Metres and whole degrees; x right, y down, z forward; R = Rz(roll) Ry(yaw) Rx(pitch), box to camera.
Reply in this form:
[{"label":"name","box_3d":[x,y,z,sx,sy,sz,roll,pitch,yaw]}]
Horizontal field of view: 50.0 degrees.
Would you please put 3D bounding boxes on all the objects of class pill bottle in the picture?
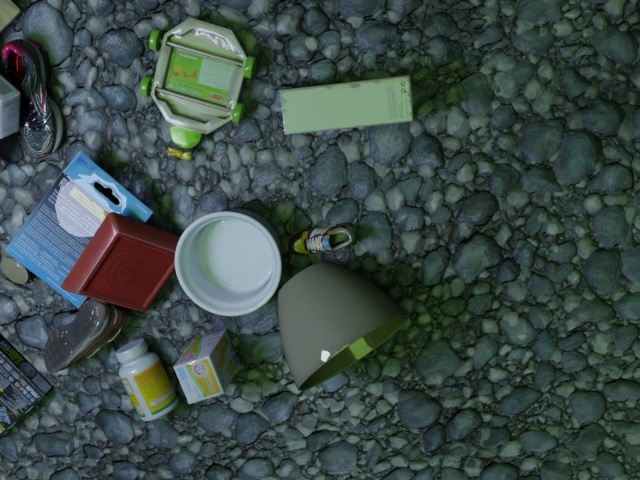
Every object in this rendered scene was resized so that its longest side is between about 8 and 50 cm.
[{"label":"pill bottle","box_3d":[-0.490,0.386,1.918,0.117,0.117,0.208,-21,101,10]}]

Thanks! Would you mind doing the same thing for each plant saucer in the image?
[{"label":"plant saucer","box_3d":[-0.499,0.075,1.800,0.259,0.048,0.258,24,110,-41]}]

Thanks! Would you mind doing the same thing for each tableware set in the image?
[{"label":"tableware set","box_3d":[-0.888,0.056,1.910,0.194,0.039,0.128,25,127,5]}]

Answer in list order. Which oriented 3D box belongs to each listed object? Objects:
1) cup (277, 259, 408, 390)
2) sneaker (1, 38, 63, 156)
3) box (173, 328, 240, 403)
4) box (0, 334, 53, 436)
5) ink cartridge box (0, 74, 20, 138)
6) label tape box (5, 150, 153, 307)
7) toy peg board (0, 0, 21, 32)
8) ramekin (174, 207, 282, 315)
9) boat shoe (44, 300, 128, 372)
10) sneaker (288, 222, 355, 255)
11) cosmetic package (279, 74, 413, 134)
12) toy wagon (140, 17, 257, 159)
[{"label":"cup","box_3d":[0.021,0.192,1.748,0.331,0.331,0.237,-38,73,13]},{"label":"sneaker","box_3d":[-0.754,-0.361,1.764,0.120,0.112,0.299,-8,103,7]},{"label":"box","box_3d":[-0.301,0.334,1.843,0.103,0.203,0.114,-18,101,9]},{"label":"box","box_3d":[-0.950,0.408,1.996,0.216,0.060,0.270,-41,96,14]},{"label":"ink cartridge box","box_3d":[-0.899,-0.363,1.757,0.296,0.066,0.261,41,137,8]},{"label":"label tape box","box_3d":[-0.628,-0.033,1.834,0.249,0.115,0.348,40,101,-5]},{"label":"toy peg board","box_3d":[-0.869,-0.579,1.751,0.161,0.079,0.160,45,88,-7]},{"label":"ramekin","box_3d":[-0.229,0.047,1.803,0.277,0.135,0.277,1,104,6]},{"label":"boat shoe","box_3d":[-0.651,0.277,1.901,0.324,0.116,0.123,-33,61,31]},{"label":"sneaker","box_3d":[0.000,0.000,1.796,0.185,0.084,0.070,-17,102,9]},{"label":"cosmetic package","box_3d":[0.067,-0.331,1.673,0.309,0.160,0.113,-4,102,5]},{"label":"toy wagon","box_3d":[-0.318,-0.377,1.744,0.267,0.068,0.345,17,105,1]}]
